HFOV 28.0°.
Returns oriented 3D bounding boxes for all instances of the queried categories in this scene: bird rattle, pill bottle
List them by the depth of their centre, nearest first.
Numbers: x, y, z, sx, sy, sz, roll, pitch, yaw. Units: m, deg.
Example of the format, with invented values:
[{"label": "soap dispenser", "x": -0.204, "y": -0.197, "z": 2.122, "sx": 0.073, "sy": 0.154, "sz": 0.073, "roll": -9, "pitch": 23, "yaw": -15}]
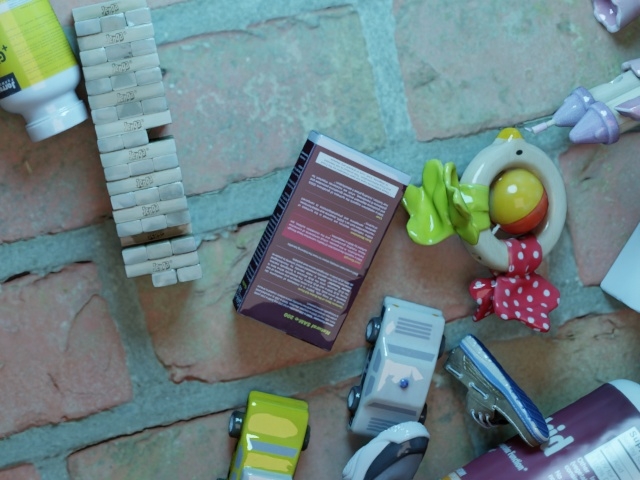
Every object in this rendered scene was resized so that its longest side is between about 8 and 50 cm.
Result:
[{"label": "pill bottle", "x": -0.337, "y": -0.210, "z": 1.466, "sx": 0.103, "sy": 0.103, "sz": 0.184, "roll": -25, "pitch": 103, "yaw": -4}, {"label": "bird rattle", "x": 0.233, "y": -0.020, "z": 1.586, "sx": 0.253, "sy": 0.143, "sz": 0.207, "roll": 43, "pitch": 75, "yaw": -17}, {"label": "pill bottle", "x": 0.350, "y": 0.314, "z": 1.610, "sx": 0.392, "sy": 0.224, "sz": 0.224, "roll": -29, "pitch": 103, "yaw": -3}]

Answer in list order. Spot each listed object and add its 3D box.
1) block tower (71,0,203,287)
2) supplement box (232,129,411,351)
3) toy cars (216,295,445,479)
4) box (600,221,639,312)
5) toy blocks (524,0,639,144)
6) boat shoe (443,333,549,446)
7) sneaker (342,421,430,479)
[{"label": "block tower", "x": -0.215, "y": -0.115, "z": 1.509, "sx": 0.091, "sy": 0.097, "sz": 0.335, "roll": -12, "pitch": 101, "yaw": -7}, {"label": "supplement box", "x": 0.000, "y": 0.000, "z": 1.574, "sx": 0.130, "sy": 0.073, "sz": 0.239, "roll": 25, "pitch": 95, "yaw": -13}, {"label": "toy cars", "x": 0.015, "y": 0.232, "z": 1.612, "sx": 0.394, "sy": 0.087, "sz": 0.176, "roll": -35, "pitch": 104, "yaw": -1}, {"label": "box", "x": 0.566, "y": 0.094, "z": 1.609, "sx": 0.345, "sy": 0.215, "sz": 0.168, "roll": 30, "pitch": 94, "yaw": -13}, {"label": "toy blocks", "x": 0.415, "y": -0.155, "z": 1.504, "sx": 0.260, "sy": 0.288, "sz": 0.308, "roll": -26, "pitch": 106, "yaw": -10}, {"label": "boat shoe", "x": 0.218, "y": 0.200, "z": 1.605, "sx": 0.066, "sy": 0.183, "sz": 0.066, "roll": -45, "pitch": 134, "yaw": 9}, {"label": "sneaker", "x": 0.081, "y": 0.362, "z": 1.589, "sx": 0.101, "sy": 0.153, "sz": 0.268, "roll": 12, "pitch": 118, "yaw": -47}]
